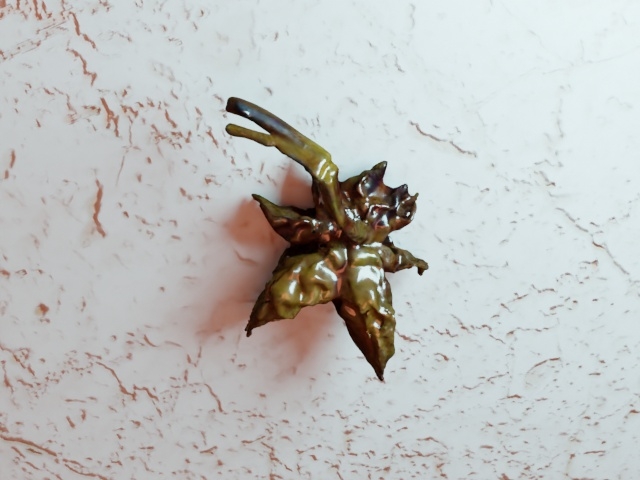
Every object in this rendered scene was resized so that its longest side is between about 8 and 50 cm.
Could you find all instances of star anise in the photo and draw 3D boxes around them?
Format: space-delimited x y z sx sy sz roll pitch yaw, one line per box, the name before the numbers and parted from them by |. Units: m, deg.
star anise | -0.004 -0.007 0.957 0.237 0.148 0.346 -28 122 -1
